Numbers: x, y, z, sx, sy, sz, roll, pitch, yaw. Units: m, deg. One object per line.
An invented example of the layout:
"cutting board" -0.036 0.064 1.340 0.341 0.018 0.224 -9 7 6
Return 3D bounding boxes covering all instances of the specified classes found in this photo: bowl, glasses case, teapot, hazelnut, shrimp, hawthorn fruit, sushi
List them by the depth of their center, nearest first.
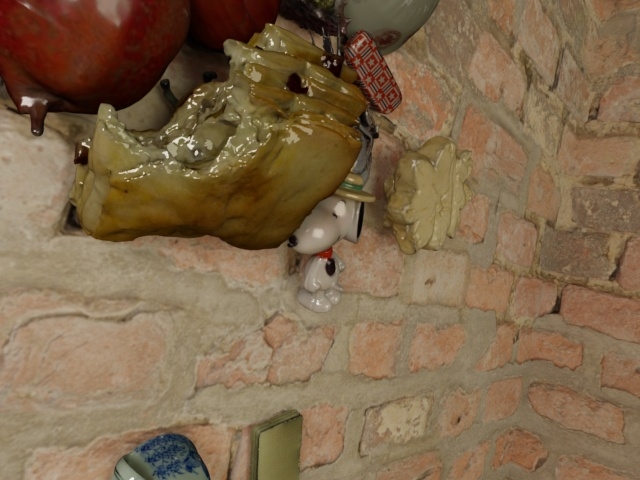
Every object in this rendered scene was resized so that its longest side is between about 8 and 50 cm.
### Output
"hawthorn fruit" -0.271 -0.231 0.498 0.208 0.208 0.248 35 75 -43
"hazelnut" -0.144 -0.366 0.606 0.181 0.212 0.181 17 117 -33
"teapot" -0.238 0.401 0.701 0.159 0.159 0.232 -50 129 -26
"sushi" -0.050 -0.445 0.747 0.161 0.107 0.241 -37 122 -30
"shrimp" 0.042 -0.247 0.867 0.145 0.116 0.343 -41 131 -32
"bowl" 0.163 -0.558 0.895 0.337 0.157 0.337 -10 105 -42
"glasses case" 0.109 -0.350 0.954 0.073 0.049 0.194 -45 133 -2

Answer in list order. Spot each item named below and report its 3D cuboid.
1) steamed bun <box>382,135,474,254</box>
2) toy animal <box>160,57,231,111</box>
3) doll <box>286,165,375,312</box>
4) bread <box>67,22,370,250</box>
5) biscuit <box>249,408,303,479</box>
"steamed bun" 0.238 -0.109 1.078 0.292 0.137 0.295 31 84 -48
"toy animal" -0.135 -0.212 0.734 0.217 0.073 0.176 -35 137 -29
"doll" 0.013 -0.004 0.864 0.208 0.144 0.271 -47 147 -25
"bread" -0.113 -0.111 0.609 0.370 0.191 0.314 -8 148 -45
"biscuit" -0.094 0.462 0.931 0.121 0.040 0.199 -5 103 -46
